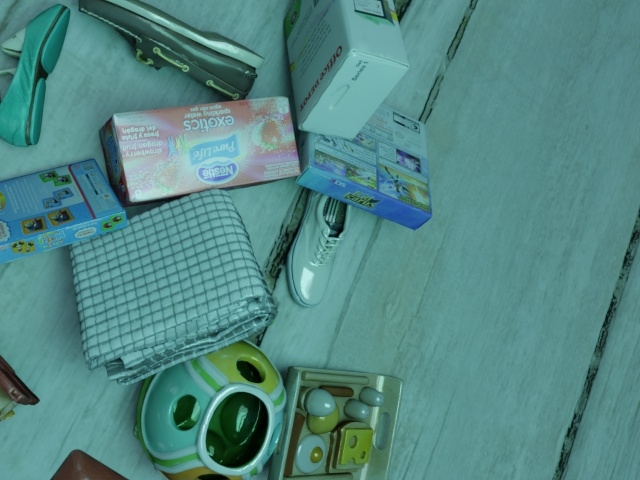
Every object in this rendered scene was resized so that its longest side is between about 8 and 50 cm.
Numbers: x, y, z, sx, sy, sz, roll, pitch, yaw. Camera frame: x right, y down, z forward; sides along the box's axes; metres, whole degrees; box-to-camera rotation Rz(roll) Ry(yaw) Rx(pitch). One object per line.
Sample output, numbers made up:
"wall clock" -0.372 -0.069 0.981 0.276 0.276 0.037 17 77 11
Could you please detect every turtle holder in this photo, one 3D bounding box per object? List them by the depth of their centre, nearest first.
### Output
"turtle holder" -0.151 0.262 1.110 0.320 0.227 0.243 -47 107 -19

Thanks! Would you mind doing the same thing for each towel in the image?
"towel" -0.232 0.073 1.043 0.283 0.121 0.235 -23 57 -1

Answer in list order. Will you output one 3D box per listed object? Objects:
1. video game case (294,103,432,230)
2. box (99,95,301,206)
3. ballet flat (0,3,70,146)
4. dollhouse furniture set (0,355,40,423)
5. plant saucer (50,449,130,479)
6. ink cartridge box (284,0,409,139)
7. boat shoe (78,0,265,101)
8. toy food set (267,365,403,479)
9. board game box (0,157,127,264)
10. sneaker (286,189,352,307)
"video game case" 0.085 -0.170 1.274 0.269 0.061 0.244 20 50 -24
"box" -0.204 -0.151 1.139 0.299 0.154 0.142 -12 94 -27
"ballet flat" -0.469 -0.272 1.057 0.087 0.083 0.248 13 81 -11
"dollhouse furniture set" -0.611 0.159 0.959 0.201 0.152 0.374 -40 88 -21
"plant saucer" -0.376 0.522 1.094 0.259 0.047 0.258 41 72 -20
"ink cartridge box" 0.036 -0.350 1.176 0.117 0.201 0.278 8 57 -26
"boat shoe" -0.259 -0.334 1.142 0.324 0.117 0.097 18 109 -25
"toy food set" 0.038 0.357 1.237 0.306 0.092 0.220 16 81 -44
"board game box" -0.429 -0.048 1.032 0.211 0.160 0.039 -18 136 -25
"sneaker" 0.000 0.000 1.266 0.094 0.091 0.258 12 83 -25
